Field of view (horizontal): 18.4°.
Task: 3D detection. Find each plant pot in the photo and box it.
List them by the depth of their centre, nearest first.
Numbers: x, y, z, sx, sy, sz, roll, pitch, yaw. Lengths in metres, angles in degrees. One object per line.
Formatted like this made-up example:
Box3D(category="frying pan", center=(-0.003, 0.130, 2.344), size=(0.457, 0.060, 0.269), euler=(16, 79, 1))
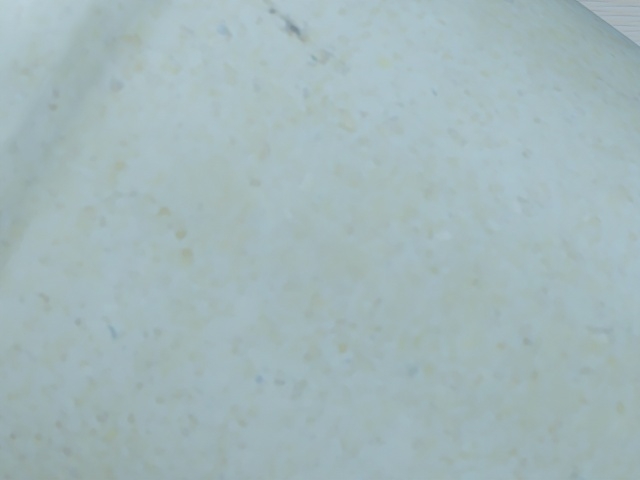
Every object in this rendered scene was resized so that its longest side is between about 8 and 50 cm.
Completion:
Box3D(category="plant pot", center=(0.013, 0.041, 0.595), size=(0.305, 0.333, 0.334), euler=(30, 26, 5))
